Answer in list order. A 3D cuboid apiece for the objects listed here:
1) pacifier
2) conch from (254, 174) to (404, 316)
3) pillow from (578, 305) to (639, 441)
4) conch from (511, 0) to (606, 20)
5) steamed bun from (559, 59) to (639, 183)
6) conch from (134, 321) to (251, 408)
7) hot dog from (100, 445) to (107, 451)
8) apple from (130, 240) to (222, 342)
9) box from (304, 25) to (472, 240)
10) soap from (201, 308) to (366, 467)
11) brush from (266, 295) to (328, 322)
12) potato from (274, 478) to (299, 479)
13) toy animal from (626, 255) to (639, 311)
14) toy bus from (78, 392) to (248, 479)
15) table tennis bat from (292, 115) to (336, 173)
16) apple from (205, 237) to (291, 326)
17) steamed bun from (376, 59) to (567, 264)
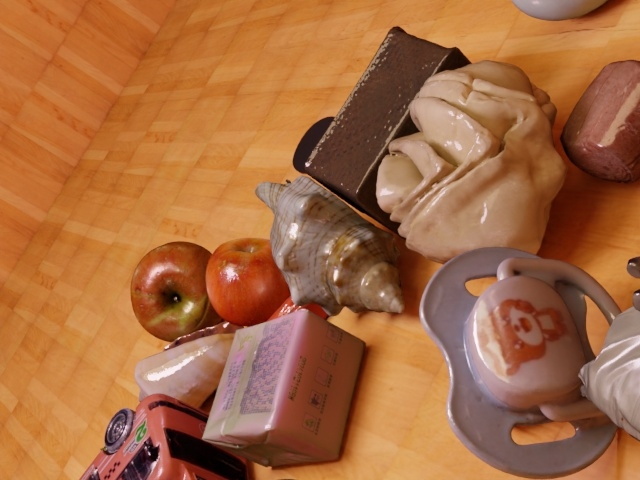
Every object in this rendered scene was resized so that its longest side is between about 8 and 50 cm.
[{"bbox_3d":[0.227,0.147,1.143,0.207,0.227,0.279,107,155,-56],"label":"pacifier"},{"bbox_3d":[-0.008,0.007,1.533,0.386,0.203,0.169,28,48,32],"label":"conch"},{"bbox_3d":[0.406,0.109,0.898,0.283,0.138,0.310,-44,32,0],"label":"pillow"},{"bbox_3d":[0.384,-0.408,1.500,0.221,0.121,0.185,-1,55,49],"label":"conch"},{"bbox_3d":[0.377,-0.142,1.253,0.145,0.106,0.175,-59,13,6],"label":"steamed bun"},{"bbox_3d":[-0.213,0.235,1.791,0.255,0.127,0.158,-21,8,16],"label":"conch"},{"bbox_3d":[-0.384,0.386,1.946,0.133,0.041,0.056,-41,31,26],"label":"hot dog"},{"bbox_3d":[-0.265,0.097,1.916,0.196,0.196,0.196,-38,32,30],"label":"apple"},{"bbox_3d":[0.134,-0.160,1.541,0.143,0.184,0.273,34,90,45],"label":"box"},{"bbox_3d":[-0.052,0.223,1.492,0.182,0.138,0.199,-23,43,48],"label":"soap"},{"bbox_3d":[-0.035,0.128,1.645,0.323,0.070,0.051,-51,32,7],"label":"brush"},{"bbox_3d":[-0.030,0.392,1.262,0.251,0.159,0.174,-7,78,45],"label":"potato"},{"bbox_3d":[0.343,0.004,0.876,0.170,0.090,0.255,-27,34,-6],"label":"toy animal"},{"bbox_3d":[-0.296,0.465,1.559,0.427,0.203,0.233,-53,32,7],"label":"toy bus"},{"bbox_3d":[0.010,-0.188,1.965,0.220,0.019,0.130,8,68,61],"label":"table tennis bat"},{"bbox_3d":[-0.123,0.073,1.757,0.163,0.163,0.139,-136,41,-62],"label":"apple"},{"bbox_3d":[0.190,-0.110,1.333,0.276,0.203,0.289,-178,103,-78],"label":"steamed bun"}]
